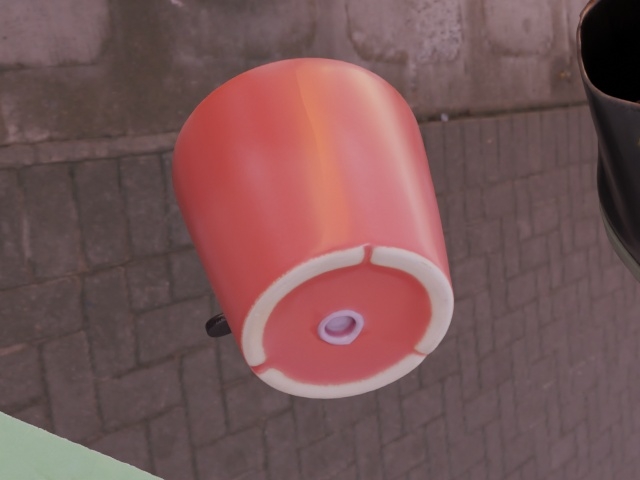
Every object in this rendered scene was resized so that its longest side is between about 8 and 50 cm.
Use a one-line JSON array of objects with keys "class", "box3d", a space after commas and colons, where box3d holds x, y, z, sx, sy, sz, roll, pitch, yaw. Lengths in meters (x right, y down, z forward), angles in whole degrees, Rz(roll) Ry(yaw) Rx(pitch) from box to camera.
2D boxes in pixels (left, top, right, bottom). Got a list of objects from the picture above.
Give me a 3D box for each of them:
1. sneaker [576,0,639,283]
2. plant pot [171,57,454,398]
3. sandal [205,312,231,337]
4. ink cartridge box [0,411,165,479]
[{"class": "sneaker", "box3d": [0.153, 0.007, 0.288, 0.083, 0.222, 0.118, -36, 134, 2]}, {"class": "plant pot", "box3d": [0.000, 0.000, 0.870, 0.275, 0.275, 0.243, 45, 19, -40]}, {"class": "sandal", "box3d": [-0.054, 0.088, 1.112, 0.179, 0.040, 0.067, -25, 155, -8]}, {"class": "ink cartridge box", "box3d": [-0.139, 0.216, 0.411, 0.171, 0.056, 0.235, 44, 66, -49]}]
